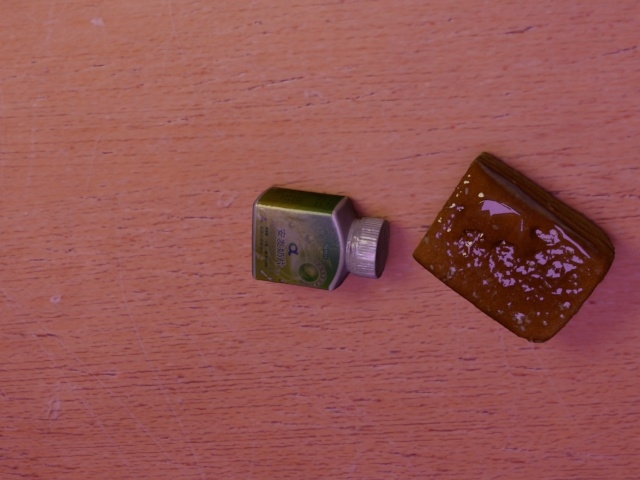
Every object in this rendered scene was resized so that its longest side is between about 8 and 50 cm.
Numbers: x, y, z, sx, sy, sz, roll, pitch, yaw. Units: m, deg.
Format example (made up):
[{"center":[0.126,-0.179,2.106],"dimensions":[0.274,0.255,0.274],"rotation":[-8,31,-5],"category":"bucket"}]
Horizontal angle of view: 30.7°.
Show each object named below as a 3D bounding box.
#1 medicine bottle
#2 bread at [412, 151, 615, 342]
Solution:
[{"center":[0.000,0.000,1.702],"dimensions":[0.188,0.088,0.132],"rotation":[7,111,15],"category":"medicine bottle"},{"center":[0.267,0.015,1.612],"dimensions":[0.234,0.110,0.184],"rotation":[34,116,2],"category":"bread"}]
